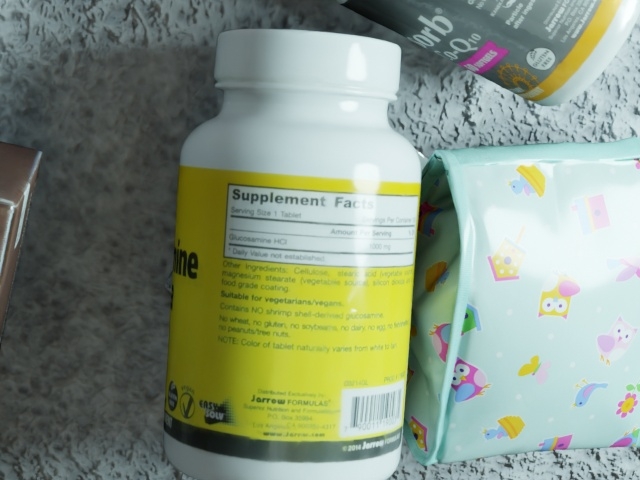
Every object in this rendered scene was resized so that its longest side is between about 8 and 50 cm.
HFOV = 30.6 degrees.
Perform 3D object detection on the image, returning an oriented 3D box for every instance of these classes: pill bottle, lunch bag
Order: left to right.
[{"bbox_3d":[-0.020,0.012,0.905,0.188,0.188,0.333,4,94,-6],"label":"pill bottle"},{"bbox_3d":[0.097,-0.228,0.888,0.278,0.162,0.162,25,106,-12],"label":"pill bottle"},{"bbox_3d":[0.173,0.038,0.973,0.223,0.160,0.262,-2,115,-19],"label":"lunch bag"}]

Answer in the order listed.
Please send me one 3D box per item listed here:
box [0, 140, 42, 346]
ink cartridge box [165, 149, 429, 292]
[{"bbox_3d":[-0.411,-0.009,0.834,0.382,0.143,0.191,15,110,-8],"label":"box"},{"bbox_3d":[0.000,0.000,1.033,0.181,0.056,0.224,36,85,-15],"label":"ink cartridge box"}]
